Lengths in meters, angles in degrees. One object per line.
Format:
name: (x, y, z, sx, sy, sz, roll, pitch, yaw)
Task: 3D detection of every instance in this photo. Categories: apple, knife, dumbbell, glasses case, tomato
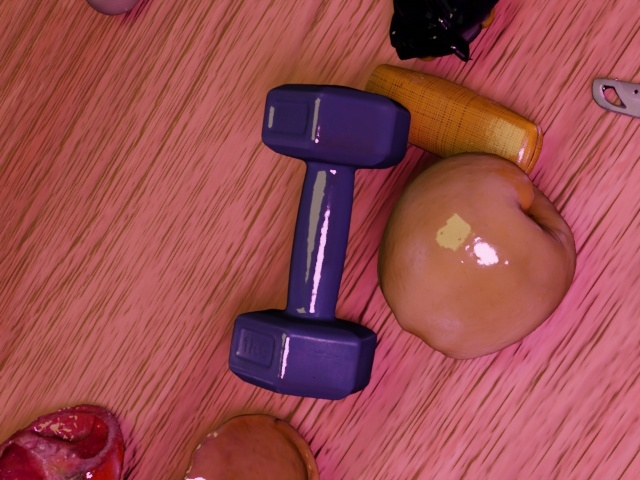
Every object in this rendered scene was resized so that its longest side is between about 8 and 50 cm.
apple: (0.148, 0.015, 1.079, 0.200, 0.200, 0.200, -12, 69, 35)
knife: (0.375, -0.111, 1.043, 0.293, 0.020, 0.043, 21, 92, 41)
dumbbell: (0.000, 0.000, 1.184, 0.144, 0.160, 0.325, 8, 92, 15)
glasses case: (0.135, -0.127, 1.203, 0.234, 0.064, 0.079, 30, 101, 40)
tomato: (-0.328, 0.298, 1.417, 0.189, 0.099, 0.173, -31, 31, -20)

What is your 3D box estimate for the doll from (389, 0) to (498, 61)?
doll: (0.125, -0.284, 1.254, 0.127, 0.088, 0.249, -57, 38, 36)

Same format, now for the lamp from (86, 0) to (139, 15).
lamp: (-0.255, -0.377, 1.579, 0.163, 0.091, 0.091, -23, 63, 14)

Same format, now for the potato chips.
potato chips: (-0.073, 0.288, 1.240, 0.208, 0.062, 0.195, -31, 54, 28)
